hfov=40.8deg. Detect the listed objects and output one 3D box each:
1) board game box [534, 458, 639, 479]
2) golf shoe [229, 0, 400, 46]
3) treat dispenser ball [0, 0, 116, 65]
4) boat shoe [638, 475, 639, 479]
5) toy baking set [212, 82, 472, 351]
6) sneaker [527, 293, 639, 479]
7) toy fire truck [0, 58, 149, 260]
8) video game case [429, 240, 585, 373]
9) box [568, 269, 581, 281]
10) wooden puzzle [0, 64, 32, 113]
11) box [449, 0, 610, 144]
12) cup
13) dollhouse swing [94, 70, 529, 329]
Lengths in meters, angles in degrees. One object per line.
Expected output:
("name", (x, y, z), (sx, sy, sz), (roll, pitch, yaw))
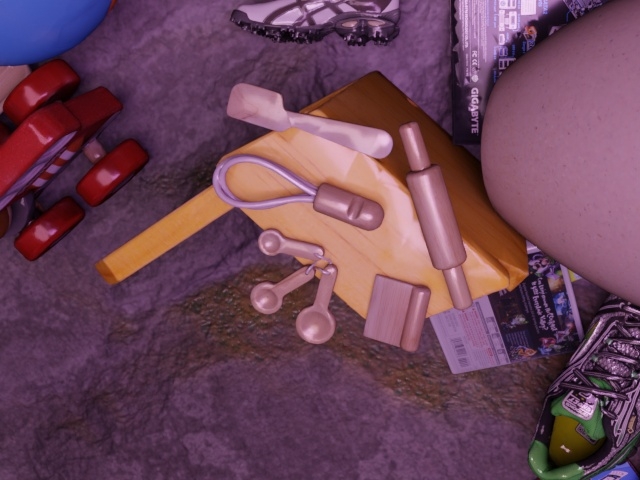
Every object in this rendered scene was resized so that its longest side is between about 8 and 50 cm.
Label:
("board game box", (0.310, 0.389, 1.152), (0.281, 0.027, 0.145), (-35, 99, 19))
("golf shoe", (-0.006, -0.276, 0.999), (0.198, 0.077, 0.094), (3, 96, 4))
("treat dispenser ball", (-0.352, -0.336, 0.932), (0.288, 0.288, 0.288), (3, 107, 11))
("boat shoe", (0.450, 0.345, 1.031), (0.123, 0.123, 0.342), (11, 119, -7))
("toy baking set", (0.015, -0.017, 0.718), (0.196, 0.030, 0.256), (-11, 104, 15))
("sneaker", (0.345, 0.152, 0.972), (0.134, 0.146, 0.344), (33, 121, 31))
("toy fire truck", (-0.368, -0.072, 1.031), (0.302, 0.254, 0.169), (-38, 98, 19))
("video game case", (0.219, 0.081, 1.040), (0.173, 0.022, 0.190), (-13, 129, 16))
("box", (0.317, -0.017, 1.019), (0.178, 0.042, 0.109), (-24, 101, 18))
("wooden puzzle", (-0.513, -0.235, 1.133), (0.221, 0.044, 0.239), (-38, 91, 20))
("box", (0.288, -0.254, 0.935), (0.293, 0.073, 0.296), (-1, 109, 10))
("cup", (0.296, -0.089, 0.814), (0.236, 0.331, 0.331), (7, 110, 40))
("dollhouse swing", (0.000, 0.000, 0.928), (0.315, 0.347, 0.305), (42, 109, -3))
